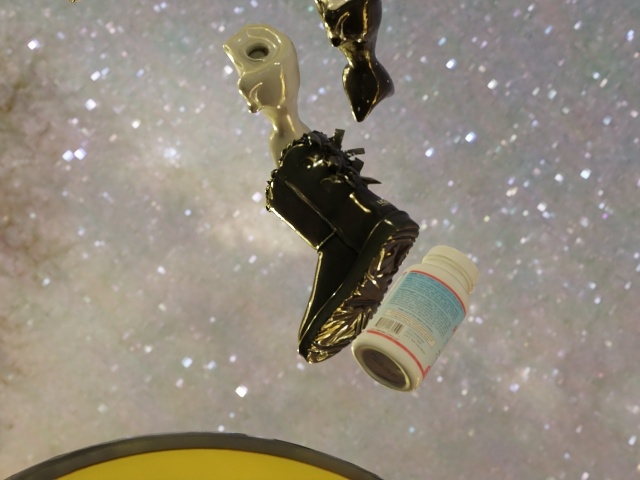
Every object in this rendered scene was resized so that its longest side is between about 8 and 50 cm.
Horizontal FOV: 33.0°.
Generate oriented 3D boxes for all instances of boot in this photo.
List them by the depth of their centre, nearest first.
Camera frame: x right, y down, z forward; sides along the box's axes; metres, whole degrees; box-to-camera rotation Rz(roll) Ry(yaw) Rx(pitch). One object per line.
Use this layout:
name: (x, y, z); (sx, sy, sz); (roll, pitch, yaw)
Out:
boot: (-0.001, 0.000, 0.659); (0.099, 0.045, 0.121); (46, -62, 31)

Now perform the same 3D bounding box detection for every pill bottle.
pill bottle: (0.110, 0.083, 1.202); (0.087, 0.160, 0.087); (29, -29, 18)

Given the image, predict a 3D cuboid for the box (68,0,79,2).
box: (-0.241, -0.363, 0.861); (0.231, 0.127, 0.262); (24, -68, -7)

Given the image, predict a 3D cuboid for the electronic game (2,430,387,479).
electronic game: (-0.019, 0.152, 0.263); (0.229, 0.229, 0.048); (37, -43, 5)

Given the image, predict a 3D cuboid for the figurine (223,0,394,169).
figurine: (-0.002, -0.191, 1.299); (0.092, 0.215, 0.209); (36, -20, 36)
